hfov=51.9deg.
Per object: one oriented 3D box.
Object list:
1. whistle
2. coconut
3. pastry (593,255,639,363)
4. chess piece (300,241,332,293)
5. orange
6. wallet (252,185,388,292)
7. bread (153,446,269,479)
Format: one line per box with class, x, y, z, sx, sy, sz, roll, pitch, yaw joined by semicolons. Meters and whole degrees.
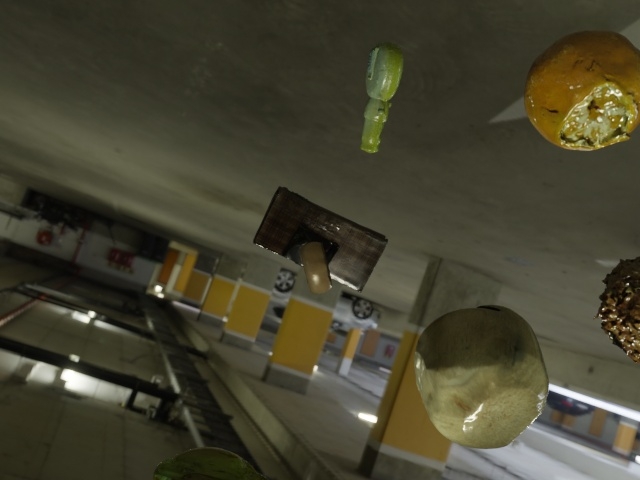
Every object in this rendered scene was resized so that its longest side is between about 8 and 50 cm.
whistle;0.101;-0.259;1.189;0.057;0.198;0.104;9;-166;-15
coconut;0.245;0.200;1.009;0.224;0.224;0.224;19;174;2
pastry;0.721;0.145;1.388;0.274;0.275;0.193;19;141;1
chess piece;-0.006;0.043;1.045;0.038;0.084;0.083;-12;172;0
orange;0.337;-0.186;0.828;0.154;0.155;0.134;19;-151;0
wallet;0.000;0.000;1.231;0.230;0.124;0.042;25;-171;-10
bread;-0.134;0.446;0.858;0.166;0.384;0.112;10;-164;22
